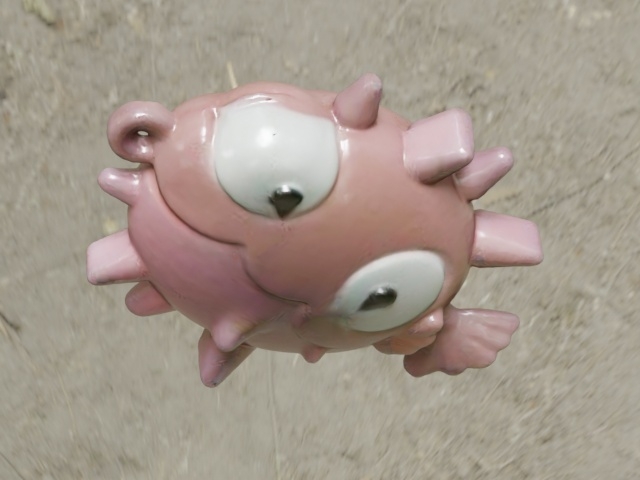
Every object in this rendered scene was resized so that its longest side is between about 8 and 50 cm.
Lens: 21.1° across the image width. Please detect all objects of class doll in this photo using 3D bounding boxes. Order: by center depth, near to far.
[{"bbox_3d":[0.000,0.000,0.845,0.211,0.262,0.093,-28,43,25],"label":"doll"}]
